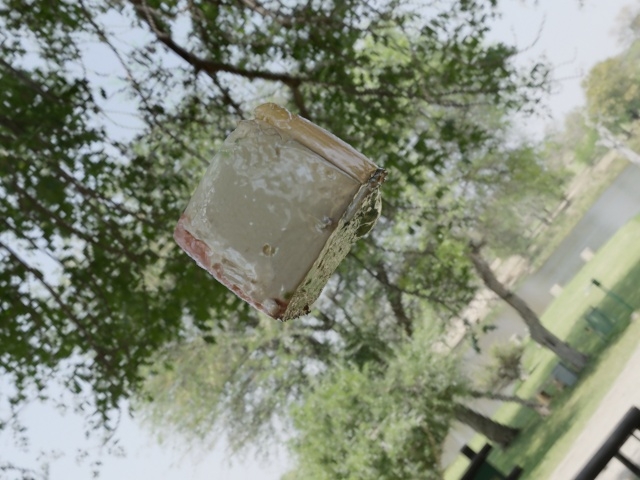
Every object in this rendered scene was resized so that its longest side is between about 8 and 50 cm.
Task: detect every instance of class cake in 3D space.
[{"bbox_3d":[-0.018,-0.011,0.525,0.109,0.090,0.225,-58,-7,-1],"label":"cake"}]
